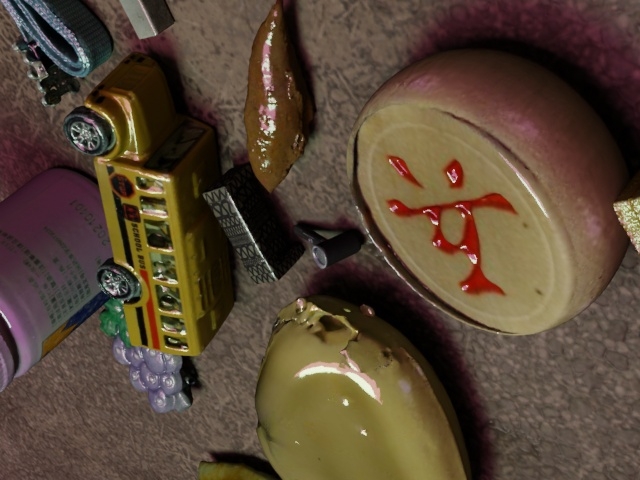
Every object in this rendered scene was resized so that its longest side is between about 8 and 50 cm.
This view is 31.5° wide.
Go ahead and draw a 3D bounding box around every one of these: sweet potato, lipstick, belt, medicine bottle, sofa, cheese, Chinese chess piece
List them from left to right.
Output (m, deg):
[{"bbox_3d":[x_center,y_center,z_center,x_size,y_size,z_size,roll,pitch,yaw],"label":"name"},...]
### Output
[{"bbox_3d":[-0.368,0.059,1.336,0.178,0.291,0.178,23,137,23],"label":"medicine bottle"},{"bbox_3d":[-0.304,-0.242,1.204,0.100,0.065,0.179,-33,97,42],"label":"belt"},{"bbox_3d":[-0.188,-0.262,1.105,0.030,0.030,0.129,-3,121,43],"label":"lipstick"},{"bbox_3d":[-0.069,-0.018,1.190,0.039,0.060,0.118,-13,113,39],"label":"sofa"},{"bbox_3d":[-0.041,-0.134,1.072,0.068,0.060,0.206,-4,129,-2],"label":"sweet potato"},{"bbox_3d":[0.036,0.186,1.233,0.259,0.128,0.316,7,134,27],"label":"cheese"},{"bbox_3d":[0.137,-0.039,0.942,0.249,0.103,0.250,33,146,26],"label":"Chinese chess piece"}]

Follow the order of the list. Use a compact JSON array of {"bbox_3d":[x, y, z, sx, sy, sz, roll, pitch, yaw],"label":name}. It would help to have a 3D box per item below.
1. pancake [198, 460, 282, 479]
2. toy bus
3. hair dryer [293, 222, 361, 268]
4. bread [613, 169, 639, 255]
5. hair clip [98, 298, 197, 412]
[{"bbox_3d":[-0.005,0.444,1.532,0.426,0.067,0.305,42,143,1],"label":"pancake"},{"bbox_3d":[-0.172,-0.030,1.226,0.123,0.121,0.336,15,133,20],"label":"toy bus"},{"bbox_3d":[0.000,0.000,1.167,0.083,0.047,0.026,27,133,50],"label":"hair dryer"},{"bbox_3d":[0.272,-0.017,0.868,0.035,0.094,0.090,-19,107,47],"label":"bread"},{"bbox_3d":[-0.223,0.135,1.478,0.124,0.052,0.195,-37,88,41],"label":"hair clip"}]
